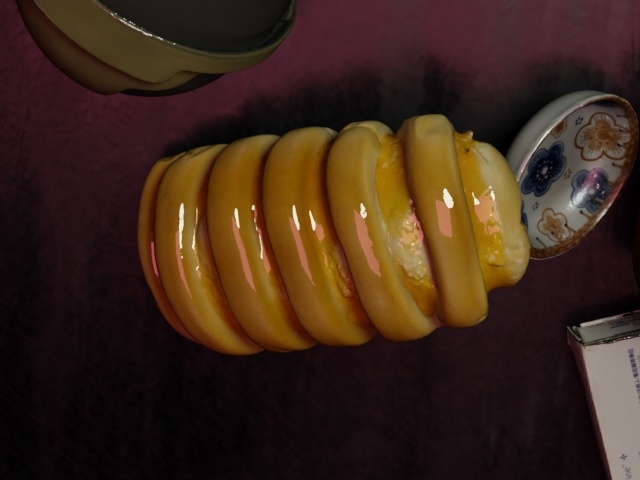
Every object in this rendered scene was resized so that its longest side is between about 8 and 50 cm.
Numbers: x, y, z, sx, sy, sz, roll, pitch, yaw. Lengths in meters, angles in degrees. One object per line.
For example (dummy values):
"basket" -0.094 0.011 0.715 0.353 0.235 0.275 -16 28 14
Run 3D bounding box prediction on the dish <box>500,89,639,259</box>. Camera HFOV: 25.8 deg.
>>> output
"dish" 0.170 -0.064 1.080 0.141 0.078 0.141 -26 136 -29

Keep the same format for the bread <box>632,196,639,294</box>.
"bread" 0.292 -0.026 1.023 0.104 0.199 0.199 11 109 0

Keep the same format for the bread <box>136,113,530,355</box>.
"bread" 0.000 0.000 1.042 0.311 0.121 0.173 -9 108 31

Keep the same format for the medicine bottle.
"medicine bottle" 0.310 0.146 1.155 0.171 0.052 0.201 -15 108 8

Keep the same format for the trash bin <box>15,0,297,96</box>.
"trash bin" -0.084 -0.236 0.946 0.214 0.214 0.334 34 126 -8
